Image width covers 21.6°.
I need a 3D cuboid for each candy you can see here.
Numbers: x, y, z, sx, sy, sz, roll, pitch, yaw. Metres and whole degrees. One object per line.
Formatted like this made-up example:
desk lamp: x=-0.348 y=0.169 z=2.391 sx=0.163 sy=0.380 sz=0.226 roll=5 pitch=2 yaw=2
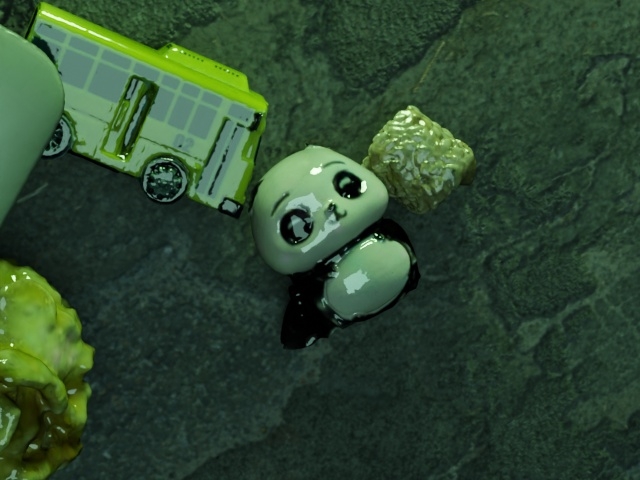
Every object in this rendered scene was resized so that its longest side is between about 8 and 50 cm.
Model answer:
candy: x=0.102 y=-0.079 z=1.753 sx=0.110 sy=0.085 sz=0.095 roll=42 pitch=83 yaw=-5

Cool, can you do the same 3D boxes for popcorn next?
popcorn: x=-0.324 y=0.144 z=1.636 sx=0.259 sy=0.259 sz=0.212 roll=-53 pitch=137 yaw=3

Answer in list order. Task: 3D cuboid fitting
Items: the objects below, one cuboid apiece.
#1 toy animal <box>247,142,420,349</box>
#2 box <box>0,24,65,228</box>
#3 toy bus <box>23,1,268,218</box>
toy animal: x=0.000 y=0.000 z=1.715 sx=0.166 sy=0.138 sz=0.179 roll=-34 pitch=112 yaw=-19
box: x=-0.476 y=-0.076 z=1.469 sx=0.396 sy=0.111 sz=0.396 roll=31 pitch=85 yaw=-19
toy bus: x=-0.182 y=-0.128 z=1.657 sx=0.262 sy=0.128 sz=0.150 roll=22 pitch=97 yaw=-14
